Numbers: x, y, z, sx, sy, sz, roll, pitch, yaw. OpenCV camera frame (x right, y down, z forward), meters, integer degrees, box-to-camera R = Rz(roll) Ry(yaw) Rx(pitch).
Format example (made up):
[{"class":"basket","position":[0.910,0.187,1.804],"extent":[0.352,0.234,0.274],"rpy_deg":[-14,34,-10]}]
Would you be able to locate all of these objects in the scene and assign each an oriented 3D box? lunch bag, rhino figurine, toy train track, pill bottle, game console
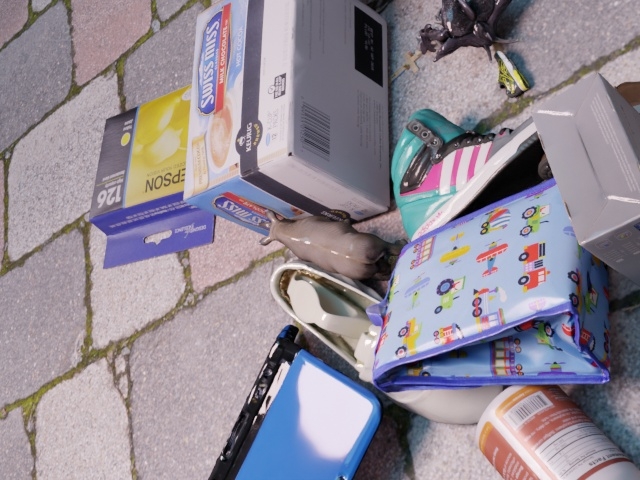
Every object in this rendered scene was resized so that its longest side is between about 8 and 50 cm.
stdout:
[{"class":"lunch bag","position":[0.185,0.066,1.162],"extent":[0.293,0.138,0.221],"rpy_deg":[-14,40,27]},{"class":"rhino figurine","position":[0.000,0.000,1.386],"extent":[0.243,0.106,0.073],"rpy_deg":[18,103,36]},{"class":"toy train track","position":[0.126,-0.273,1.525],"extent":[0.083,0.014,0.048],"rpy_deg":[-41,49,21]},{"class":"pill bottle","position":[0.280,0.264,1.078],"extent":[0.121,0.121,0.216],"rpy_deg":[-51,47,12]},{"class":"game console","position":[-0.044,0.294,1.358],"extent":[0.173,0.250,0.293],"rpy_deg":[26,94,1]}]

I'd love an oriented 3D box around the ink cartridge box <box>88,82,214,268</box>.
[{"class":"ink cartridge box","position":[-0.312,-0.122,1.808],"extent":[0.303,0.072,0.307],"rpy_deg":[-13,61,37]}]

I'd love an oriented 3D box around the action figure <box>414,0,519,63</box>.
[{"class":"action figure","position":[0.188,-0.362,1.432],"extent":[0.164,0.141,0.276],"rpy_deg":[-41,75,10]}]

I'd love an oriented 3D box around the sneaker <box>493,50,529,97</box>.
[{"class":"sneaker","position":[0.264,-0.237,1.376],"extent":[0.035,0.031,0.083],"rpy_deg":[-41,50,21]}]

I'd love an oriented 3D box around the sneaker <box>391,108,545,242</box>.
[{"class":"sneaker","position":[0.208,-0.129,1.322],"extent":[0.295,0.124,0.178],"rpy_deg":[-42,59,22]}]

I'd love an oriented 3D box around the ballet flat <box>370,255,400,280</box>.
[{"class":"ballet flat","position":[0.061,0.023,1.427],"extent":[0.173,0.049,0.057],"rpy_deg":[11,80,43]}]

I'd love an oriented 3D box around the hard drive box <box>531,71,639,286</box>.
[{"class":"hard drive box","position":[0.350,-0.052,1.079],"extent":[0.089,0.232,0.181],"rpy_deg":[-31,53,29]}]

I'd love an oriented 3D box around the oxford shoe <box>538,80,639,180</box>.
[{"class":"oxford shoe","position":[0.376,-0.142,1.211],"extent":[0.227,0.083,0.096],"rpy_deg":[-26,48,20]}]

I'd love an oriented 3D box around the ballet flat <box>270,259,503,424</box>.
[{"class":"ballet flat","position":[0.066,0.132,1.316],"extent":[0.400,0.139,0.139],"rpy_deg":[32,94,44]}]

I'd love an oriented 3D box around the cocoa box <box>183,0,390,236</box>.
[{"class":"cocoa box","position":[-0.048,-0.206,1.495],"extent":[0.228,0.231,0.347],"rpy_deg":[-18,60,38]}]
